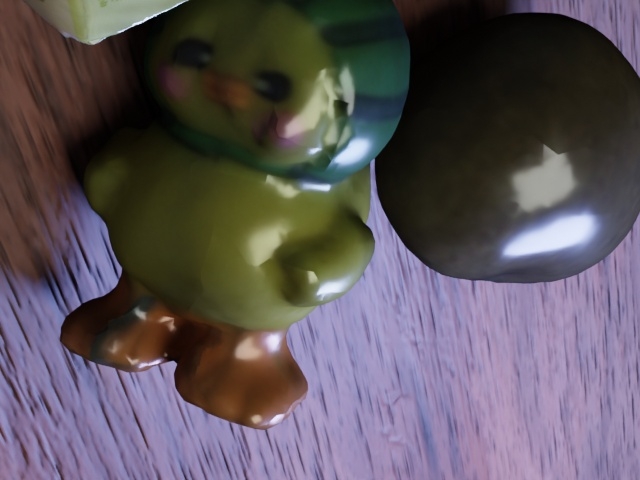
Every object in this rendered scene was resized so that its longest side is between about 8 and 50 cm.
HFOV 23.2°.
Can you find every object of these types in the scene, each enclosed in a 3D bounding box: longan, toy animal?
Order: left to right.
[{"bbox_3d":[-0.048,-0.052,1.126,0.191,0.216,0.338,-31,141,-63],"label":"toy animal"},{"bbox_3d":[0.166,-0.068,1.282,0.246,0.215,0.246,-7,119,-13],"label":"longan"}]

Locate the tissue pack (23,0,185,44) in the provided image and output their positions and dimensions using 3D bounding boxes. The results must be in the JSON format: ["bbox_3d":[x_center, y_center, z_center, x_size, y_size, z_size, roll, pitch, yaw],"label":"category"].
[{"bbox_3d":[-0.149,-0.257,0.888,0.125,0.159,0.234,-30,136,-23],"label":"tissue pack"}]
